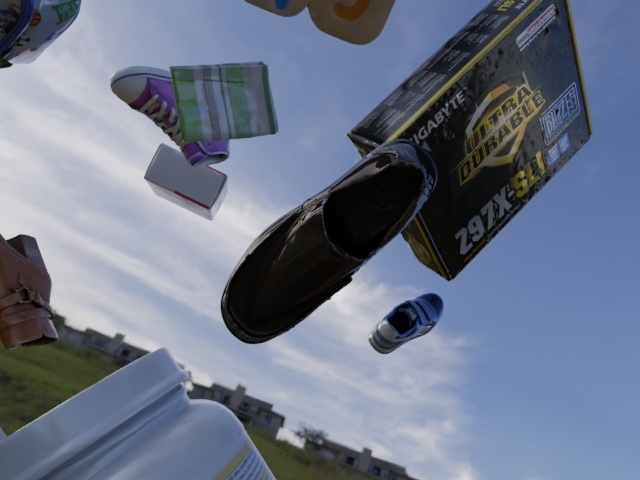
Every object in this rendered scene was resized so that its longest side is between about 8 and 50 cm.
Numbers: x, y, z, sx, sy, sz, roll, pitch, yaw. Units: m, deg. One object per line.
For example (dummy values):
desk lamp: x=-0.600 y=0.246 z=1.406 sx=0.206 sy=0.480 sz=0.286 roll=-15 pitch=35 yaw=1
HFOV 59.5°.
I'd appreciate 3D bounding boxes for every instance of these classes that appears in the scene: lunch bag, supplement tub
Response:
lunch bag: x=-0.480 y=-0.394 z=0.778 sx=0.243 sy=0.115 sz=0.303 roll=-16 pitch=-76 yaw=37
supplement tub: x=-0.119 y=0.275 z=0.419 sx=0.331 sy=0.241 sz=0.241 roll=57 pitch=-35 yaw=4

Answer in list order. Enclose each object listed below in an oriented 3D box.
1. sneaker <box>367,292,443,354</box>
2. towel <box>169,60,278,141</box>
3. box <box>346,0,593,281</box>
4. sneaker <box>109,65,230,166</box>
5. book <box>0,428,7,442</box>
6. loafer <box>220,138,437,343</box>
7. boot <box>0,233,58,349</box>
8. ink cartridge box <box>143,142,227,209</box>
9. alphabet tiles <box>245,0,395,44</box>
sneaker: x=0.135 y=0.114 z=0.819 sx=0.053 sy=0.144 sz=0.059 roll=46 pitch=-36 yaw=22
towel: x=-0.138 y=-0.205 z=0.823 sx=0.152 sy=0.113 sz=0.023 roll=-13 pitch=4 yaw=-30
box: x=0.216 y=-0.140 z=0.745 sx=0.079 sy=0.322 sz=0.257 roll=35 pitch=-16 yaw=47
sneaker: x=-0.291 y=-0.242 z=1.145 sx=0.102 sy=0.161 sz=0.282 roll=-30 pitch=-29 yaw=33
book: x=-0.514 y=0.292 z=0.784 sx=0.096 sy=0.144 sz=0.035 roll=48 pitch=9 yaw=7
loafer: x=0.000 y=0.000 z=0.441 sx=0.080 sy=0.220 sz=0.078 roll=45 pitch=7 yaw=-1
boot: x=-0.406 y=0.062 z=0.689 sx=0.073 sy=0.152 sz=0.197 roll=-23 pitch=-12 yaw=17
ink cartridge box: x=-0.391 y=-0.164 z=1.668 sx=0.207 sy=0.117 sz=0.283 roll=26 pitch=-9 yaw=-6
alphabet tiles: x=0.013 y=-0.272 z=0.327 sx=0.284 sy=0.021 sz=0.278 roll=16 pitch=-57 yaw=-15
